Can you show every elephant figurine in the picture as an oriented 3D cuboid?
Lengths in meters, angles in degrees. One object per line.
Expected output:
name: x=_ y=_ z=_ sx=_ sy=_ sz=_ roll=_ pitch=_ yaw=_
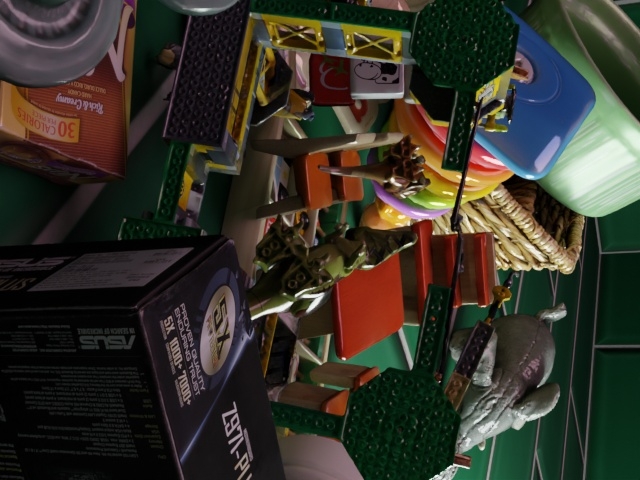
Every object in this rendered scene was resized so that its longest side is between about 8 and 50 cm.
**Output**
elephant figurine: x=0.250 y=0.209 z=1.264 sx=0.239 sy=0.169 sz=0.186 roll=-45 pitch=133 yaw=-66

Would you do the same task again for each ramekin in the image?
ramekin: x=0.340 y=-0.177 z=1.157 sx=0.303 sy=0.148 sz=0.303 roll=30 pitch=41 yaw=-30

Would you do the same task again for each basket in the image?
basket: x=0.222 y=-0.112 z=1.176 sx=0.299 sy=0.223 sz=0.214 roll=-56 pitch=138 yaw=-54

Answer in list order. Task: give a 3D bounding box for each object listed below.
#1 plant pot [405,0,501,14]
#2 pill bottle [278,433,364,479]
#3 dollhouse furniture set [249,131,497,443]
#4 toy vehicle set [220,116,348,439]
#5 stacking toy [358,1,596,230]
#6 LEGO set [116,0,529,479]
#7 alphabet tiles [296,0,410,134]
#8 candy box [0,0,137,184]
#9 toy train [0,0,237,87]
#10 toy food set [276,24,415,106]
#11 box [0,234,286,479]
plant pot: x=0.145 y=-0.364 z=1.049 sx=0.229 sy=0.263 sz=0.263 roll=-48 pitch=134 yaw=-34
pill bottle: x=-0.040 y=0.259 z=0.589 sx=0.272 sy=0.152 sz=0.152 roll=-58 pitch=139 yaw=-55
dollhouse furniture set: x=0.058 y=0.037 z=0.777 sx=0.259 sy=0.135 sz=0.262 roll=-15 pitch=101 yaw=-67
toy vehicle set: x=-0.035 y=0.039 z=0.779 sx=0.166 sy=0.035 sz=0.267 roll=51 pitch=42 yaw=-55
stacking toy: x=0.114 y=-0.084 z=0.919 sx=0.165 sy=0.302 sz=0.175 roll=41 pitch=50 yaw=2
LEGO set: x=0.000 y=0.000 z=0.583 sx=0.192 sy=0.254 sz=0.332 roll=64 pitch=28 yaw=-76
alphabet tiles: x=0.007 y=-0.251 z=0.843 sx=0.278 sy=0.021 sz=0.284 roll=59 pitch=46 yaw=-30
candy box: x=-0.152 y=-0.133 z=0.504 sx=0.109 sy=0.053 sz=0.187 roll=23 pitch=68 yaw=-65
toy train: x=-0.156 y=-0.141 z=0.325 sx=0.334 sy=0.142 sz=0.190 roll=-39 pitch=119 yaw=-42
toy food set: x=0.021 y=-0.162 z=0.715 sx=0.111 sy=0.232 sz=0.105 roll=-40 pitch=129 yaw=-84
box: x=-0.116 y=0.081 z=0.392 sx=0.077 sy=0.180 sz=0.147 roll=-44 pitch=127 yaw=-61
